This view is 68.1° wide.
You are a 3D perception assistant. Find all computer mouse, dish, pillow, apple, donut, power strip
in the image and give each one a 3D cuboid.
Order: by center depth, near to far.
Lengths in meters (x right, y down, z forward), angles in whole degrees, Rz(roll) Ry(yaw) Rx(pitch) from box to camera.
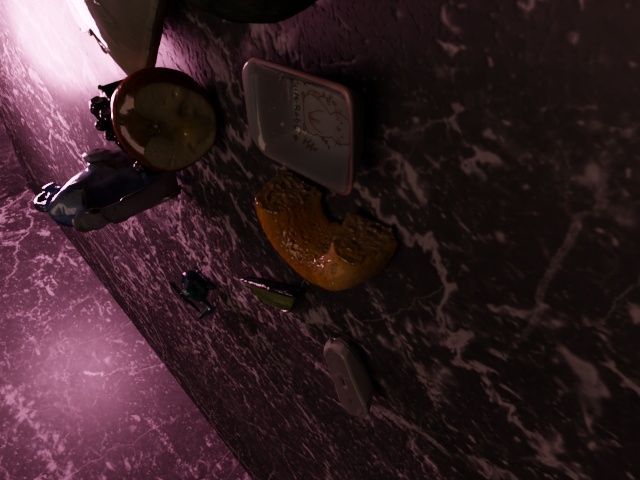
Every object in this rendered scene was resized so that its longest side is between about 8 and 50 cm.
[{"bbox_3d":[-0.023,-0.177,0.671,0.234,0.064,0.154,31,139,34],"label":"dish"},{"bbox_3d":[0.004,0.005,0.777,0.259,0.101,0.152,30,145,30],"label":"donut"},{"bbox_3d":[-0.374,-0.465,0.833,0.312,0.119,0.310,55,154,-2],"label":"pillow"},{"bbox_3d":[-0.296,-0.226,0.892,0.160,0.173,0.195,23,131,38],"label":"apple"},{"bbox_3d":[0.059,0.266,0.956,0.089,0.056,0.182,-13,100,51],"label":"computer mouse"},{"bbox_3d":[-0.529,-0.512,1.075,0.075,0.042,0.175,16,131,46],"label":"power strip"}]

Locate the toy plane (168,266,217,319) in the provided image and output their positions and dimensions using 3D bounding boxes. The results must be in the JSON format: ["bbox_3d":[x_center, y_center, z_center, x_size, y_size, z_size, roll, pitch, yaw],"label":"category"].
[{"bbox_3d":[-0.357,0.155,1.382,0.060,0.096,0.235,36,160,34],"label":"toy plane"}]

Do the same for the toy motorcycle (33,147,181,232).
[{"bbox_3d":[-0.495,-0.130,1.106,0.241,0.319,0.182,-3,113,62],"label":"toy motorcycle"}]

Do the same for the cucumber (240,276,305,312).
[{"bbox_3d":[-0.094,0.121,1.047,0.220,0.046,0.070,9,127,51],"label":"cucumber"}]

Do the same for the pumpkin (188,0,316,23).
[{"bbox_3d":[-0.082,-0.370,0.448,0.300,0.207,0.300,33,134,41],"label":"pumpkin"}]

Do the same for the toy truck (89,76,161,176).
[{"bbox_3d":[-0.418,-0.257,1.075,0.259,0.121,0.088,43,144,21],"label":"toy truck"}]
